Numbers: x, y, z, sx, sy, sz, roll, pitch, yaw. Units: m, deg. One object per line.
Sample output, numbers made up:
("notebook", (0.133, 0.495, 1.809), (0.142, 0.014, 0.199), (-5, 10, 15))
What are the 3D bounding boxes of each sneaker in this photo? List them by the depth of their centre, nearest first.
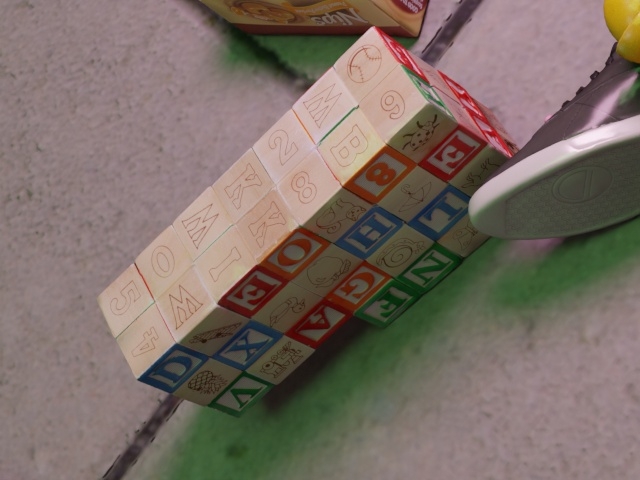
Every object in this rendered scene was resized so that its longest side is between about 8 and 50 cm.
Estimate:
("sneaker", (0.223, -0.116, 1.294), (0.296, 0.104, 0.147), (-30, 55, 15))

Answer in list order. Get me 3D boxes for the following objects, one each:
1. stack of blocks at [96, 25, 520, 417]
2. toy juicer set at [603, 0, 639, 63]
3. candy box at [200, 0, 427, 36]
("stack of blocks", (0.000, 0.000, 1.356), (0.297, 0.171, 0.087), (-43, 53, 15))
("toy juicer set", (0.246, -0.201, 1.152), (0.089, 0.209, 0.329), (-7, 80, -13))
("candy box", (0.025, -0.331, 1.526), (0.183, 0.087, 0.316), (6, 75, 37))
